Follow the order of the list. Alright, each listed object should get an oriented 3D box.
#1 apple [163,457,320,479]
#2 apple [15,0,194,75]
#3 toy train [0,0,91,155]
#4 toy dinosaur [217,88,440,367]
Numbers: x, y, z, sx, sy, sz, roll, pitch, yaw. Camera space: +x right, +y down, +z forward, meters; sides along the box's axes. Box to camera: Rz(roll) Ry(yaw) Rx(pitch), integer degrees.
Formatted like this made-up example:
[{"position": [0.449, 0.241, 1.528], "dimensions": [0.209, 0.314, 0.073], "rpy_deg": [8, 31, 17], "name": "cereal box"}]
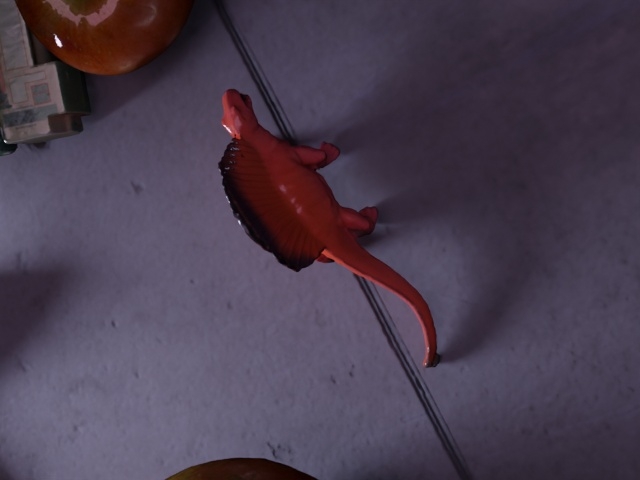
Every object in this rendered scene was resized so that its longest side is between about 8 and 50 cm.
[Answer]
[{"position": [-0.051, 0.341, 0.882], "dimensions": [0.277, 0.250, 0.309], "rpy_deg": [8, 82, 36], "name": "apple"}, {"position": [-0.178, -0.222, 0.878], "dimensions": [0.163, 0.139, 0.163], "rpy_deg": [2, 102, 9], "name": "apple"}, {"position": [-0.284, -0.178, 0.962], "dimensions": [0.125, 0.081, 0.194], "rpy_deg": [-9, 94, 13], "name": "toy train"}, {"position": [-0.005, -0.002, 0.841], "dimensions": [0.070, 0.139, 0.286], "rpy_deg": [-37, 85, 25], "name": "toy dinosaur"}]
